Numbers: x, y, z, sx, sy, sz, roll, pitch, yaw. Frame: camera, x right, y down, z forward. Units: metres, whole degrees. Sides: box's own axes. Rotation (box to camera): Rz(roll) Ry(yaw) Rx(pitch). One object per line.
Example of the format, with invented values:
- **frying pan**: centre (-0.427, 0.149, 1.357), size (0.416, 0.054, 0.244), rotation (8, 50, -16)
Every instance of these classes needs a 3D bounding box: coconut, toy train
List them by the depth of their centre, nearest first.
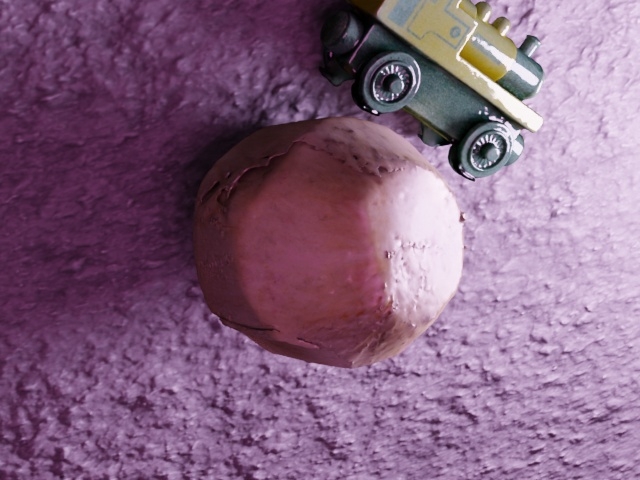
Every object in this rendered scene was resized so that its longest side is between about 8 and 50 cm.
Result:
- **coconut**: centre (0.000, 0.000, 1.887), size (0.353, 0.352, 0.352), rotation (-11, 122, -18)
- **toy train**: centre (0.171, -0.242, 1.923), size (0.369, 0.150, 0.237), rotation (30, 98, -36)
